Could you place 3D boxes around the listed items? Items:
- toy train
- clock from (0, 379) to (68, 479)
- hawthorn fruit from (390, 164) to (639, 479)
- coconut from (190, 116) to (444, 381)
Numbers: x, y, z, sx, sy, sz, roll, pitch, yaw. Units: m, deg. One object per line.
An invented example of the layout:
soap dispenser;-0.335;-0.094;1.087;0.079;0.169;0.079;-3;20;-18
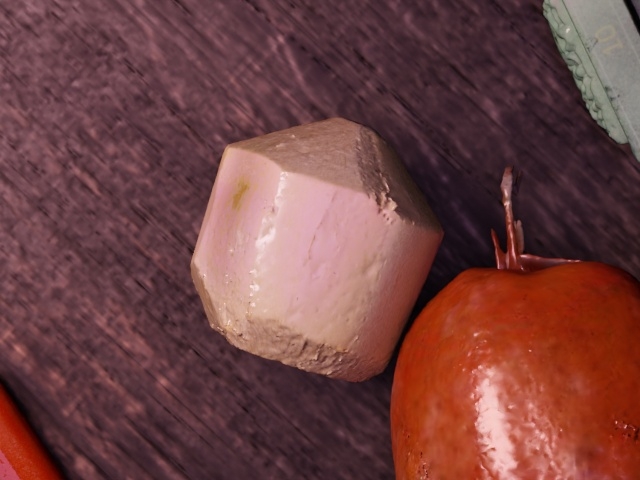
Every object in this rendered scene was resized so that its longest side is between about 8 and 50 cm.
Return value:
toy train;0.200;-0.133;1.229;0.099;0.070;0.172;-25;92;13
clock;-0.222;0.172;1.255;0.113;0.061;0.155;-34;90;3
hawthorn fruit;0.138;0.095;1.175;0.211;0.211;0.299;-11;78;2
coconut;0.000;0.000;1.203;0.147;0.147;0.153;20;95;0
